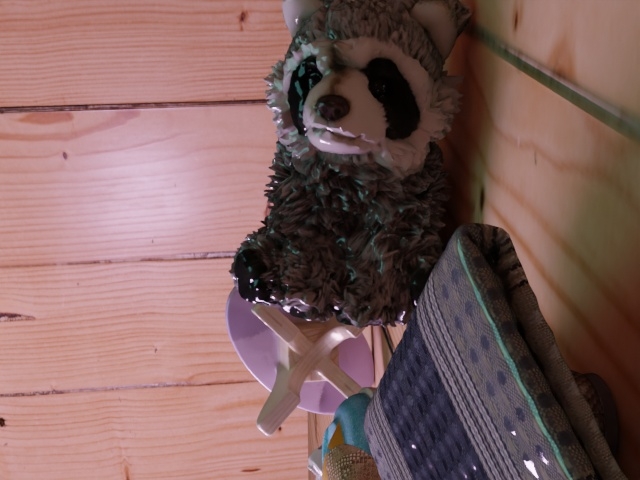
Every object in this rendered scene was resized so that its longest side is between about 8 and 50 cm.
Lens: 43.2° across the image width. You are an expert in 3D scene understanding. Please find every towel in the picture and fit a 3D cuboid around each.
[{"bbox_3d":[0.119,0.189,0.432,0.312,0.056,0.324,101,150,-60],"label":"towel"}]

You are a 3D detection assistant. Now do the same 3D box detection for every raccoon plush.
[{"bbox_3d":[0.025,-0.093,0.837,0.446,0.216,0.299,-128,43,-81],"label":"raccoon plush"}]

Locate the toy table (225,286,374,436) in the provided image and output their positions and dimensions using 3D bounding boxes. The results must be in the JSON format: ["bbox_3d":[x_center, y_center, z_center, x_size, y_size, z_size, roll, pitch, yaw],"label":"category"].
[{"bbox_3d":[-0.018,0.168,1.216,0.252,0.274,0.161,-59,13,-4],"label":"toy table"}]

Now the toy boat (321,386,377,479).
[{"bbox_3d":[0.053,0.331,0.926,0.267,0.148,0.318,125,143,-81],"label":"toy boat"}]

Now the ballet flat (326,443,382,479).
[{"bbox_3d":[0.065,0.283,0.765,0.206,0.067,0.073,46,118,23],"label":"ballet flat"}]

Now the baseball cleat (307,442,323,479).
[{"bbox_3d":[0.070,0.367,1.166,0.206,0.109,0.072,57,164,-16],"label":"baseball cleat"}]

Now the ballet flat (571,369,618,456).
[{"bbox_3d":[0.125,0.136,0.551,0.250,0.058,0.084,105,160,-71],"label":"ballet flat"}]
